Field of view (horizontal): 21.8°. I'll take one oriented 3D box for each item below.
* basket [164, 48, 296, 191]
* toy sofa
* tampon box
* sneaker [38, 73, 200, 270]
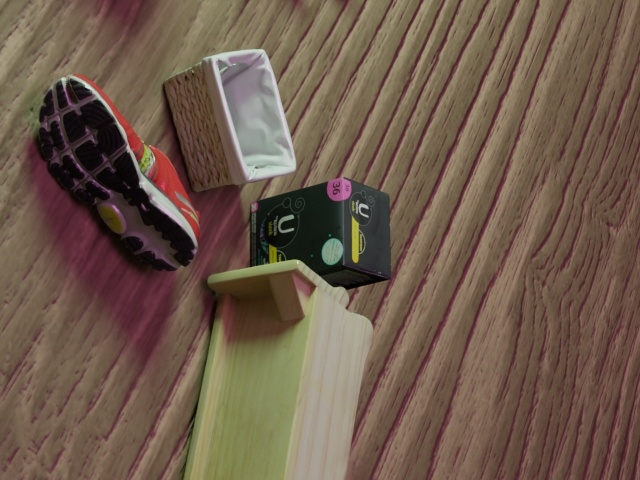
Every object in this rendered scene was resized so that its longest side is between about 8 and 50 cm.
[{"bbox_3d":[-0.118,-0.150,2.129,0.113,0.103,0.167,-16,90,-52],"label":"basket"},{"bbox_3d":[-0.062,0.221,2.042,0.177,0.150,0.362,39,51,-44],"label":"toy sofa"},{"bbox_3d":[0.000,0.000,2.179,0.101,0.161,0.120,18,65,-47],"label":"tampon box"},{"bbox_3d":[-0.238,-0.088,1.990,0.279,0.107,0.118,58,23,-26],"label":"sneaker"}]
